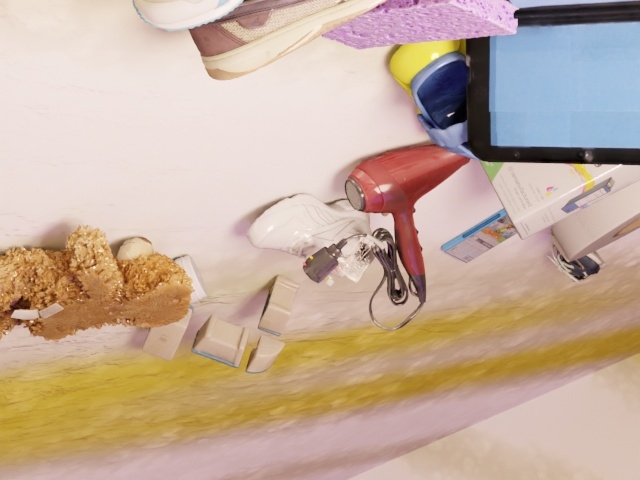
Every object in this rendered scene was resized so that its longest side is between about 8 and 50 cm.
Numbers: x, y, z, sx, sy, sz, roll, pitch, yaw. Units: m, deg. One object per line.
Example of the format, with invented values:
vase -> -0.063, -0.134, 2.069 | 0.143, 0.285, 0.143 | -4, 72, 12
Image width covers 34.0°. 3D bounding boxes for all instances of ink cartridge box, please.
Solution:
ink cartridge box -> 0.355, -0.123, 1.556 | 0.212, 0.154, 0.093 | -27, 155, 10

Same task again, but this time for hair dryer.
hair dryer -> 0.112, -0.030, 1.518 | 0.223, 0.080, 0.294 | 32, 95, -40

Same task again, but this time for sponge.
sponge -> 0.084, -0.232, 1.084 | 0.210, 0.031, 0.117 | 3, 177, 41

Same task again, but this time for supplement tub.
supplement tub -> -0.227, 0.072, 1.530 | 0.107, 0.071, 0.071 | -24, 157, -1

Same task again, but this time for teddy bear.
teddy bear -> -0.340, 0.056, 1.376 | 0.337, 0.113, 0.245 | -13, 148, -6

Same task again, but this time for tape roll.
tape roll -> 0.592, -0.087, 1.861 | 0.392, 0.072, 0.392 | -28, 169, -6

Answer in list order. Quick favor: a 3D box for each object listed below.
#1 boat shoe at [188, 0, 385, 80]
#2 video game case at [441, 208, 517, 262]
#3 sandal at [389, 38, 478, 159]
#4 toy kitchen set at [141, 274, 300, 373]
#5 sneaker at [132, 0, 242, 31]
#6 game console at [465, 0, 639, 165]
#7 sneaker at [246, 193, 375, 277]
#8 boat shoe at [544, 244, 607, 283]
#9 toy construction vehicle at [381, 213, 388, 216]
boat shoe -> -0.002, -0.260, 1.005 | 0.285, 0.103, 0.092 | -31, 123, -1
video game case -> 0.315, -0.015, 1.926 | 0.166, 0.015, 0.119 | -32, 155, 19
sandal -> 0.190, -0.155, 1.360 | 0.126, 0.138, 0.317 | -34, 157, 17
toy kitchen set -> -0.161, 0.123, 1.716 | 0.207, 0.166, 0.122 | 22, 142, -8
sneaker -> -0.077, -0.276, 0.930 | 0.228, 0.087, 0.092 | -33, 148, 5
game console -> 0.263, -0.206, 1.085 | 0.293, 0.173, 0.250 | 3, 161, 30
sneaker -> 0.000, 0.000, 1.532 | 0.232, 0.115, 0.090 | -3, 149, -39
boat shoe -> 0.518, 0.036, 2.133 | 0.079, 0.095, 0.254 | -42, 162, 13
toy construction vehicle -> 0.123, -0.083, 1.582 | 0.098, 0.035, 0.086 | -34, 157, 2
